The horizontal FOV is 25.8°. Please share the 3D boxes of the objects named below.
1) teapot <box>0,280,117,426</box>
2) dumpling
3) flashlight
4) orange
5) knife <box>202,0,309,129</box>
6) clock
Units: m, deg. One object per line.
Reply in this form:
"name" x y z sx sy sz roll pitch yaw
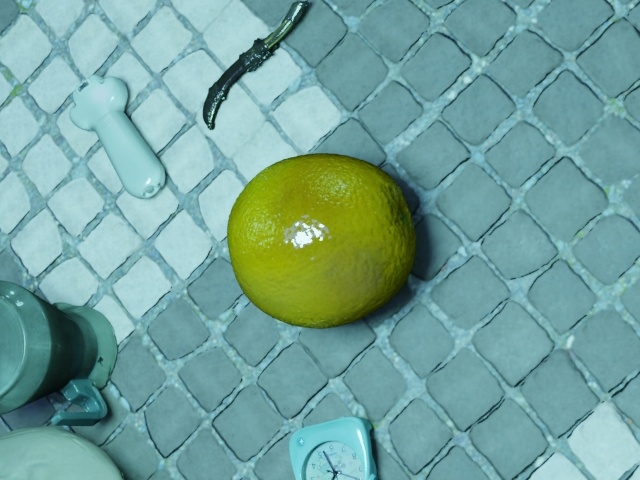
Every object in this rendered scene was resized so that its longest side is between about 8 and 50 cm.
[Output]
"teapot" -0.375 0.158 1.854 0.171 0.225 0.203 -39 70 16
"dumpling" -0.379 0.322 1.809 0.341 0.260 0.181 29 86 23
"flashlight" -0.279 -0.144 1.959 0.093 0.047 0.200 -38 72 14
"orange" 0.000 0.000 1.725 0.236 0.236 0.236 -4 80 23
"knife" -0.094 -0.247 1.908 0.045 0.021 0.222 46 104 23
"clock" 0.023 0.300 1.758 0.108 0.045 0.147 -16 76 21
